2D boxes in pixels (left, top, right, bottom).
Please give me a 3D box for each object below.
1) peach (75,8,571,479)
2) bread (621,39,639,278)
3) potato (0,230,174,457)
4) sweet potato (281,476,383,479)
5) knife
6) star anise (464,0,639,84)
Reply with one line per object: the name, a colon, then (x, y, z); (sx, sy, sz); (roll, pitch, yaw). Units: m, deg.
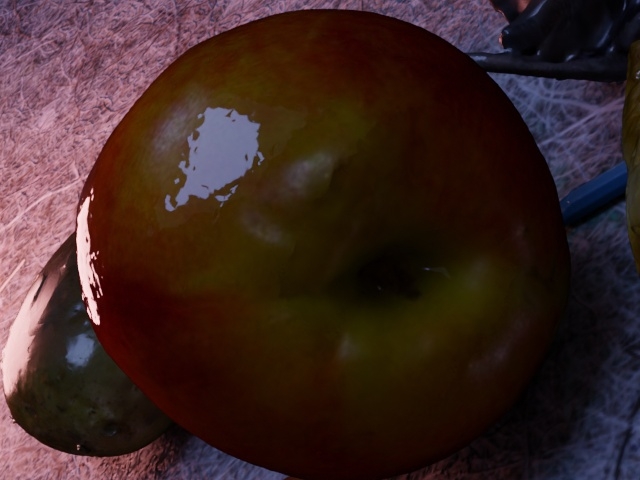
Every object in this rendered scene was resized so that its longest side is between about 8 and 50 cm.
peach: (0.000, 0.000, 1.173); (0.388, 0.388, 0.388); (-32, 33, 24)
bread: (0.273, -0.048, 1.018); (0.132, 0.166, 0.294); (-7, 27, 15)
potato: (-0.203, 0.082, 1.531); (0.210, 0.173, 0.307); (-18, 39, 44)
sweet potato: (-0.023, 0.222, 1.245); (0.281, 0.059, 0.067); (-19, 52, 42)
knife: (0.305, -0.087, 1.226); (0.297, 0.026, 0.044); (-33, 30, 29)
star anise: (0.254, -0.204, 1.295); (0.360, 0.139, 0.316); (5, 30, 30)
